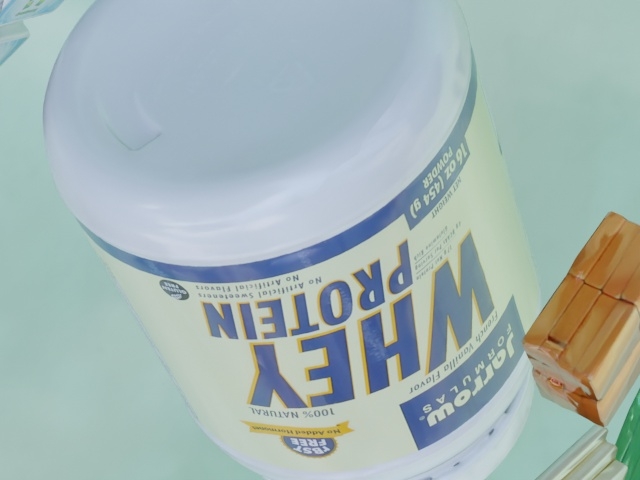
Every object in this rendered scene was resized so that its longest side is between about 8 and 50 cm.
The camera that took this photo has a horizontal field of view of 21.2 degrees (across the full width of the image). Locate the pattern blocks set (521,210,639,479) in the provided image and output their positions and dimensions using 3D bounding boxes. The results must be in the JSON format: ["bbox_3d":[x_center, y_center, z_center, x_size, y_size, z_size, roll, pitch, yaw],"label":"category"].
[{"bbox_3d":[0.028,0.131,0.402,0.026,0.325,0.285,24,117,19],"label":"pattern blocks set"}]

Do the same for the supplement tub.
[{"bbox_3d":[0.000,0.000,1.002,0.235,0.235,0.325,-9,139,14],"label":"supplement tub"}]

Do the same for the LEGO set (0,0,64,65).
[{"bbox_3d":[-0.173,-0.104,0.849,0.182,0.244,0.060,-40,87,26],"label":"LEGO set"}]
